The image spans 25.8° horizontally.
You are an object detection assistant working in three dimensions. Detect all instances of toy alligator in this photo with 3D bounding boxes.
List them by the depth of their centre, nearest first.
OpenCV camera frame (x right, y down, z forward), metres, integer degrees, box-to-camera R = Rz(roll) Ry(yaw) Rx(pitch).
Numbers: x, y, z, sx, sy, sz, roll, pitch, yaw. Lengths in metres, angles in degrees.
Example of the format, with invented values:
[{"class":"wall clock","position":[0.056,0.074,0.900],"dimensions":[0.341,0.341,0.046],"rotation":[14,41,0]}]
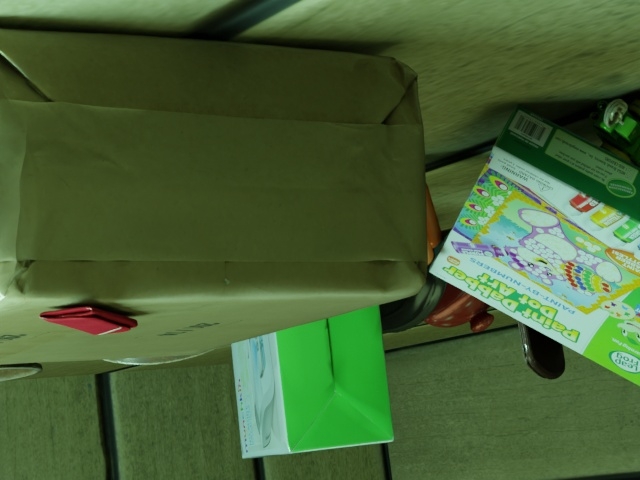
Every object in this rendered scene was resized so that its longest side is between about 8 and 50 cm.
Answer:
[{"class":"toy alligator","position":[0.249,-0.096,1.175],"dimensions":[0.051,0.056,0.190],"rotation":[37,-175,27]}]

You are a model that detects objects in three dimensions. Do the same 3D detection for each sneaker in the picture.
[{"class":"sneaker","position":[0.016,0.062,1.772],"dimensions":[0.140,0.125,0.341],"rotation":[7,162,-41]}]

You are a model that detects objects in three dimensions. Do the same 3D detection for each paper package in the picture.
[{"class":"paper package","position":[-0.142,-0.016,0.959],"dimensions":[0.310,0.168,0.325],"rotation":[0,169,-33]}]

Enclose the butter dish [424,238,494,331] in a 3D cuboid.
[{"class":"butter dish","position":[0.190,0.068,1.873],"dimensions":[0.160,0.118,0.160],"rotation":[-38,160,22]}]

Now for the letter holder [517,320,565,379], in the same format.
[{"class":"letter holder","position":[0.297,0.036,1.519],"dimensions":[0.152,0.214,0.302],"rotation":[-9,171,15]}]

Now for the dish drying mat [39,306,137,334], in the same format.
[{"class":"dish drying mat","position":[-0.132,0.047,0.810],"dimensions":[0.032,0.008,0.083],"rotation":[-7,171,9]}]

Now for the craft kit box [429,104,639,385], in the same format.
[{"class":"craft kit box","position":[0.239,0.017,1.230],"dimensions":[0.250,0.061,0.246],"rotation":[28,156,6]}]

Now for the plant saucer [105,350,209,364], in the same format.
[{"class":"plant saucer","position":[-0.158,0.051,1.380],"dimensions":[0.199,0.036,0.198],"rotation":[-5,-150,3]}]

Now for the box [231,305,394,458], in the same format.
[{"class":"box","position":[-0.018,0.108,1.578],"dimensions":[0.127,0.261,0.231],"rotation":[-4,172,-17]}]

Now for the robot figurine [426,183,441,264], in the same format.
[{"class":"robot figurine","position":[0.001,0.000,1.324],"dimensions":[0.219,0.158,0.128],"rotation":[-11,149,20]}]

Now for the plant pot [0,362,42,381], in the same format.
[{"class":"plant pot","position":[-0.322,0.037,1.163],"dimensions":[0.167,0.165,0.167],"rotation":[-6,172,-1]}]
